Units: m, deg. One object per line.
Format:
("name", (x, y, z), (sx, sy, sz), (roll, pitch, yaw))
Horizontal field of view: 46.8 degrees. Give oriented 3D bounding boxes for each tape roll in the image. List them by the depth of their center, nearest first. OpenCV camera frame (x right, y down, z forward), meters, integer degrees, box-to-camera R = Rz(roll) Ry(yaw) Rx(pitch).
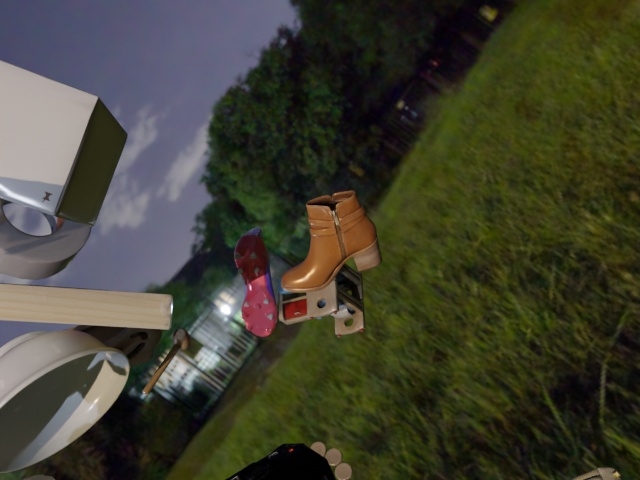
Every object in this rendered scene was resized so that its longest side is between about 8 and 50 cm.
("tape roll", (-0.540, -0.040, 1.364), (0.072, 0.219, 0.219), (-39, 7, 41))

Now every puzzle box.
("puzzle box", (-0.374, 0.108, 1.182), (0.409, 0.272, 0.052), (153, 120, -77))

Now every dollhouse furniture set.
("dollhouse furniture set", (-0.021, 0.125, 1.493), (0.183, 0.129, 0.129), (-16, -31, 25))

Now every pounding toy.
("pounding toy", (-0.387, 0.213, 1.463), (0.269, 0.155, 0.154), (-17, -35, -19))

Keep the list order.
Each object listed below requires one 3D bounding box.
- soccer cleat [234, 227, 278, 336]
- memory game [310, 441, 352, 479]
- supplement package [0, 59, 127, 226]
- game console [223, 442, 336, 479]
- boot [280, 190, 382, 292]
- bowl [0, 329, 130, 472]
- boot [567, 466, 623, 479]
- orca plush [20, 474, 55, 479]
("soccer cleat", (-0.129, 0.092, 1.563), (0.095, 0.083, 0.248), (-67, -26, -53))
("memory game", (-0.020, 0.504, 1.518), (0.186, 0.186, 0.012), (-53, -36, -19))
("supplement package", (-0.415, -0.136, 1.102), (0.293, 0.177, 0.175), (170, 120, -82))
("game console", (-0.123, 0.417, 0.922), (0.361, 0.213, 0.044), (-28, 24, -16))
("boot", (0.000, 0.000, 1.295), (0.197, 0.152, 0.073), (-22, 32, 3))
("bowl", (-0.498, 0.256, 1.302), (0.298, 0.134, 0.298), (-38, -24, -20))
("boot", (0.506, 0.442, 1.138), (0.261, 0.095, 0.203), (-15, 31, 11))
("orca plush", (-0.409, 0.439, 1.048), (0.287, 0.151, 0.102), (20, 91, 55))
